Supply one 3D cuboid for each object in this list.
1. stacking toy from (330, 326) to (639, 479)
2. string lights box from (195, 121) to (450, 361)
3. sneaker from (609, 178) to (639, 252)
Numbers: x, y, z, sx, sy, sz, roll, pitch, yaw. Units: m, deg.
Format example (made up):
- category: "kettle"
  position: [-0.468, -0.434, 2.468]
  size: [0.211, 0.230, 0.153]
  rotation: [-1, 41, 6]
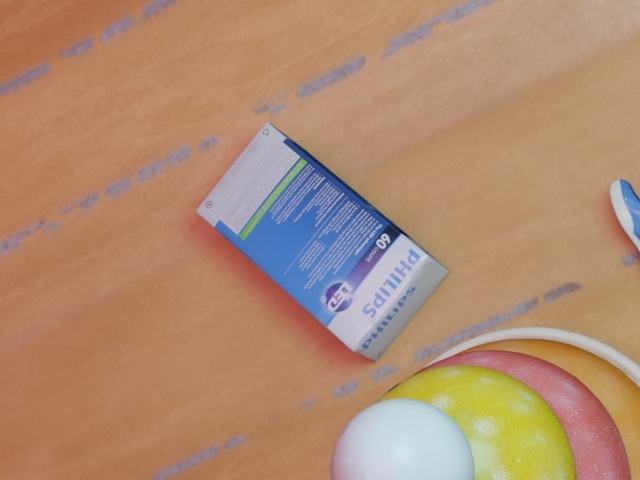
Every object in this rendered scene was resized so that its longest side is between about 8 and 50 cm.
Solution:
- category: "stacking toy"
  position: [0.138, 0.214, 1.511]
  size: [0.351, 0.480, 0.350]
  rotation: [-6, 74, 20]
- category: "string lights box"
  position: [0.000, 0.000, 1.846]
  size: [0.260, 0.077, 0.133]
  rotation: [41, 94, 26]
- category: "sneaker"
  position: [0.363, -0.011, 1.709]
  size: [0.085, 0.058, 0.152]
  rotation: [-32, 71, 18]
